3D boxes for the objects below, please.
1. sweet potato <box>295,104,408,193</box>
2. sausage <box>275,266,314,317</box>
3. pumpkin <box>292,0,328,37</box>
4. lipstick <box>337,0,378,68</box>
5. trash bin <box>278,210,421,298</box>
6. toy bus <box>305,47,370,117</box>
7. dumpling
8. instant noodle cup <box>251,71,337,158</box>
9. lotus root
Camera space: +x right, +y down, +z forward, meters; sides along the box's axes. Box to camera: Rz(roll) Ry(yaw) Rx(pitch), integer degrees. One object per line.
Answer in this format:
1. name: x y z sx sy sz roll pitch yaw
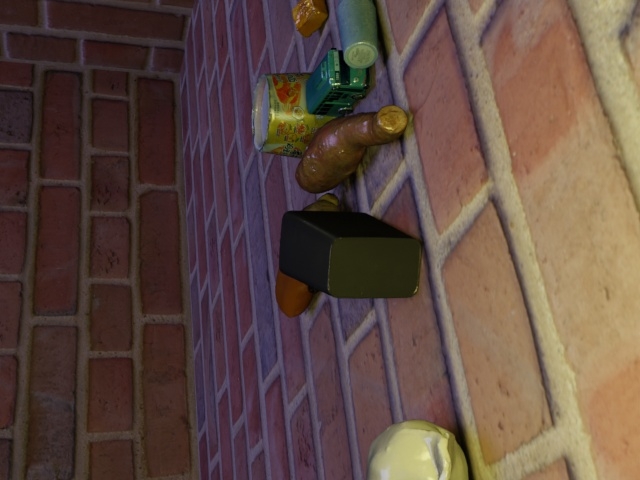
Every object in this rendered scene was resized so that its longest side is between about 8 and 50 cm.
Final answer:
1. sweet potato: 0.046 -0.170 1.429 0.385 0.109 0.109 148 122 -62
2. sausage: -0.044 0.065 1.701 0.238 0.098 0.098 106 157 -45
3. pumpkin: -0.020 -0.485 1.736 0.083 0.054 0.074 -38 53 41
4. lipstick: 0.063 -0.419 1.440 0.061 0.068 0.274 -50 33 44
5. trash bin: 0.045 0.021 1.301 0.225 0.165 0.115 -156 69 -69
6. toy bus: 0.030 -0.289 1.491 0.160 0.092 0.079 147 122 -69
7. dumpling: 0.121 0.321 1.076 0.250 0.132 0.162 131 141 -64
8. instant noodle cup: -0.054 -0.257 1.659 0.205 0.153 0.205 -177 90 -74
9. lotus root: 0.000 0.000 1.524 0.138 0.138 0.214 112 164 -49
